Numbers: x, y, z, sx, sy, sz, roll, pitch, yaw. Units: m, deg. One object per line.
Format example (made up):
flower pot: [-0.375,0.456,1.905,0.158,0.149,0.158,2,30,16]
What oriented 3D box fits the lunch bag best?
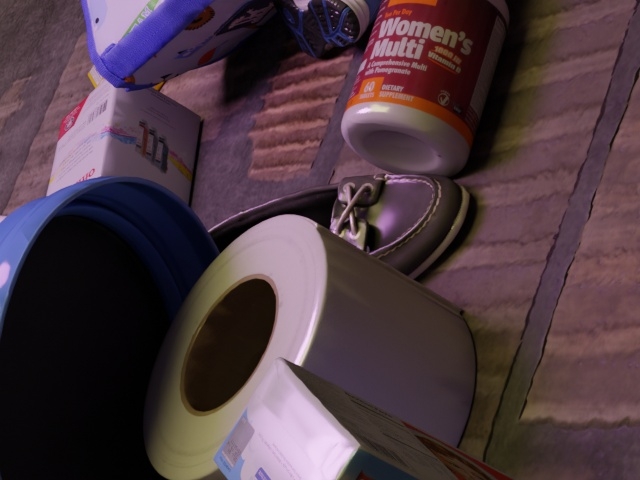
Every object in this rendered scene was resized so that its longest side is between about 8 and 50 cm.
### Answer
lunch bag: [-0.108,-0.375,2.119,0.328,0.239,0.385,-37,26,39]

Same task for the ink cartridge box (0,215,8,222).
ink cartridge box: [-0.308,0.100,2.030,0.270,0.198,0.197,3,66,61]

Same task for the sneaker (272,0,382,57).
sneaker: [0.016,-0.251,1.981,0.081,0.080,0.211,-39,21,-16]

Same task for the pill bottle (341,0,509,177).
pill bottle: [0.105,-0.177,1.688,0.121,0.121,0.221,-15,52,54]

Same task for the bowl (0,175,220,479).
bowl: [-0.190,0.140,1.590,0.077,0.391,0.391,-3,57,29]

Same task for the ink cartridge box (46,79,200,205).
ink cartridge box: [-0.234,-0.081,2.155,0.128,0.127,0.176,-35,36,38]

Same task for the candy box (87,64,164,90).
candy box: [-0.256,-0.226,2.445,0.105,0.027,0.206,-52,28,9]

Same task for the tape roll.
tape roll: [-0.013,0.122,1.538,0.246,0.169,0.246,-40,34,34]

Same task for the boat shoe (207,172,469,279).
boat shoe: [0.000,0.000,1.718,0.335,0.095,0.112,-20,47,51]

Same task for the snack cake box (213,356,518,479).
snack cake box: [0.074,0.191,1.221,0.089,0.264,0.152,-58,27,4]
